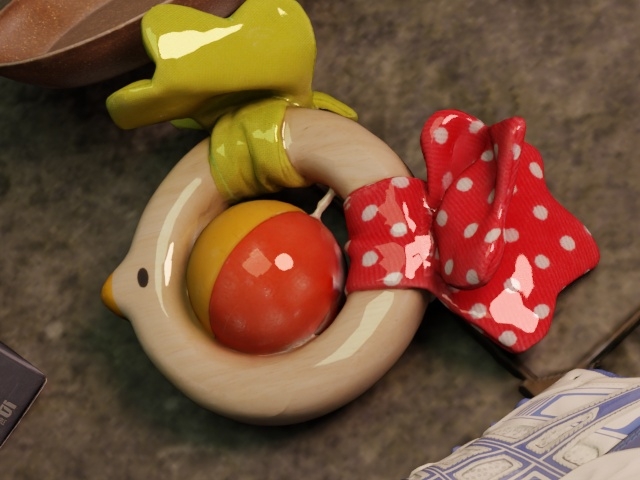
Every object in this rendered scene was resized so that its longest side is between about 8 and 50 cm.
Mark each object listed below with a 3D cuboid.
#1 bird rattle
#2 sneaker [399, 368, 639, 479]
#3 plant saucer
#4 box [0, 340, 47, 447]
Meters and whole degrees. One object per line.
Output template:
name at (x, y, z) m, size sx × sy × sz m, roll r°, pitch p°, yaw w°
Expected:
bird rattle at (0.000, 0.000, 0.979) m, size 0.253 × 0.143 × 0.207 m, roll 35°, pitch 92°, yaw 19°
sneaker at (0.100, 0.128, 0.870) m, size 0.296 × 0.112 × 0.131 m, roll -14°, pitch 31°, yaw 22°
plant saucer at (-0.099, -0.137, 1.071) m, size 0.198 × 0.036 × 0.198 m, roll -23°, pitch 24°, yaw 11°
box at (-0.269, 0.016, 0.983) m, size 0.183 × 0.233 × 0.059 m, roll 32°, pitch 85°, yaw 32°
